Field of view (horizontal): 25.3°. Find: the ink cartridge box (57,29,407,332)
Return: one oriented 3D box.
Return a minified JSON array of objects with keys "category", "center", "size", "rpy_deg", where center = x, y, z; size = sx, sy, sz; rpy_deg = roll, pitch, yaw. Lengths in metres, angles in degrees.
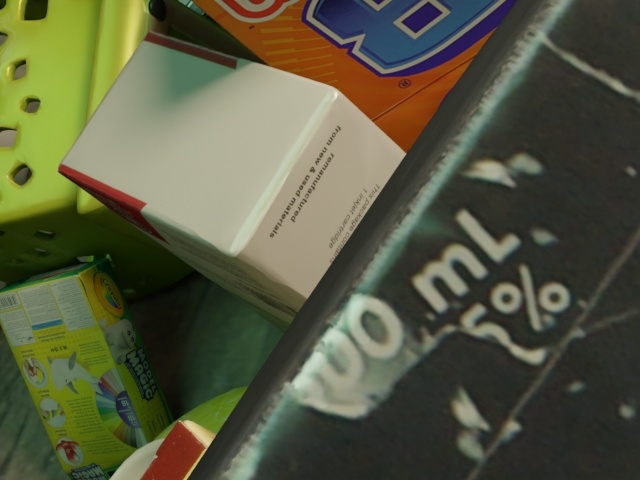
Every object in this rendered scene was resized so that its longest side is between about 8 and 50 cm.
[{"category":"ink cartridge box","center":[0.000,0.000,0.917],"size":[0.197,0.273,0.114],"rpy_deg":[24,78,47]}]

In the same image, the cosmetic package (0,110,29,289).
[{"category":"cosmetic package","center":[-0.531,-0.030,1.313],"size":[0.329,0.393,0.327],"rpy_deg":[-16,54,33]}]

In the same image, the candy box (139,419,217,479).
[{"category":"candy box","center":[0.000,0.238,0.729],"size":[0.183,0.316,0.087],"rpy_deg":[-54,42,0]}]

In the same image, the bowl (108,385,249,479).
[{"category":"bowl","center":[-0.058,0.206,0.921],"size":[0.289,0.156,0.289],"rpy_deg":[-22,51,31]}]

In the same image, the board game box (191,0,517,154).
[{"category":"board game box","center":[0.130,-0.283,0.919],"size":[0.356,0.356,0.356],"rpy_deg":[-30,48,23]}]

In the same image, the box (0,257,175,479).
[{"category":"box","center":[-0.178,0.109,1.113],"size":[0.105,0.179,0.043],"rpy_deg":[-12,12,35]}]

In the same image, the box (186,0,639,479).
[{"category":"box","center":[0.144,0.219,0.457],"size":[0.480,0.472,0.297],"rpy_deg":[-56,-2,-1]}]

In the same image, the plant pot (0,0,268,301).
[{"category":"plant pot","center":[-0.168,-0.082,1.139],"size":[0.207,0.228,0.227],"rpy_deg":[-5,72,33]}]

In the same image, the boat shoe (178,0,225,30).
[{"category":"boat shoe","center":[-0.066,-0.204,1.255],"size":[0.183,0.065,0.083],"rpy_deg":[-48,42,5]}]
